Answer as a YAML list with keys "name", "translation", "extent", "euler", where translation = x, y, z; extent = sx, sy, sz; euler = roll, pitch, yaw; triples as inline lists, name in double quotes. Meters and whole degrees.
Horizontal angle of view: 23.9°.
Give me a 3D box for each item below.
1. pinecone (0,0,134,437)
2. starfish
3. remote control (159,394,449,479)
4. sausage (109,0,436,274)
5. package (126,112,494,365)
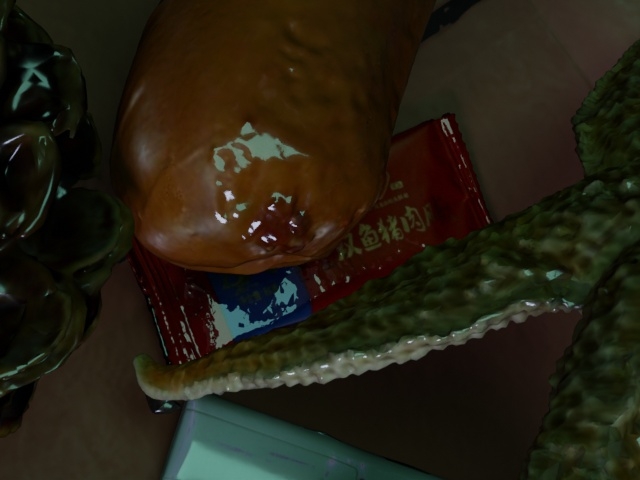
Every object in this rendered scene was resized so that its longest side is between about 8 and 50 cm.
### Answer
- name: "pinecone"
  translation: [-0.199, -0.021, 0.592]
  extent: [0.243, 0.257, 0.244]
  euler: [1, 78, -3]
- name: "starfish"
  translation: [0.138, 0.042, 0.654]
  extent: [0.383, 0.132, 0.398]
  euler: [-27, 48, -16]
- name: "remote control"
  translation: [0.004, 0.128, 0.733]
  extent: [0.166, 0.029, 0.065]
  euler: [21, 69, -11]
- name: "sausage"
  translation: [-0.017, -0.091, 0.721]
  extent: [0.133, 0.133, 0.258]
  euler: [27, 54, -8]
- name: "package"
  translation: [0.000, 0.000, 0.771]
  extent: [0.200, 0.022, 0.083]
  euler: [-20, 82, -23]
